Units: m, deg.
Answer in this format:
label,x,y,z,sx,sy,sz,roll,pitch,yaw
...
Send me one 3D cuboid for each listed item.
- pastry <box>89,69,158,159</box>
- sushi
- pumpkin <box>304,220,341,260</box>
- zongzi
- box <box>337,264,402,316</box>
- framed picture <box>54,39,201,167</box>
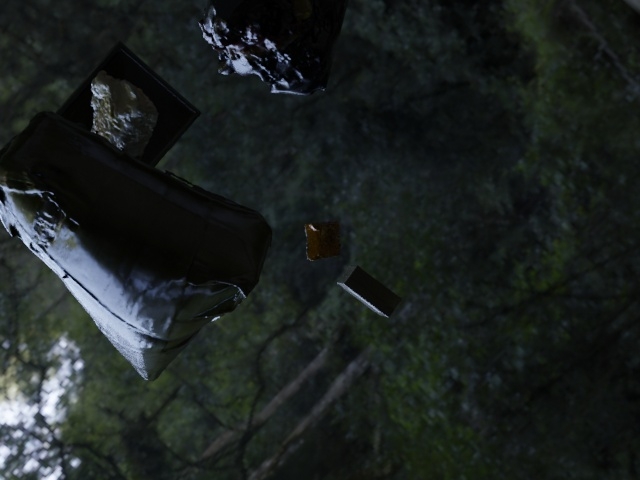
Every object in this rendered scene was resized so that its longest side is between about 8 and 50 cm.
label,x,y,z,sx,sy,sz,roll,pitch,yaw
pastry,-0.354,-0.169,1.783,0.122,0.258,0.089,31,-149,11
sushi,-0.081,-0.301,1.423,0.172,0.153,0.150,8,166,23
pumpkin,0.000,0.000,2.054,0.054,0.074,0.083,3,-175,30
zongzi,-0.269,0.031,1.278,0.323,0.360,0.160,31,-130,-8
box,0.069,0.072,1.465,0.083,0.035,0.079,37,176,-4
framed picture,-0.398,-0.203,2.000,0.213,0.289,0.016,41,-178,-24
